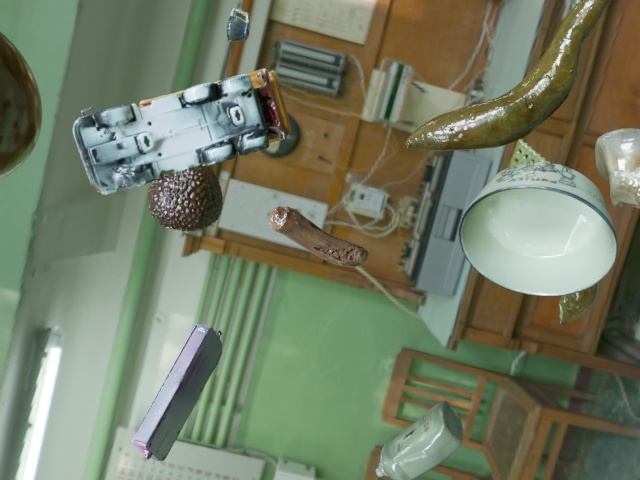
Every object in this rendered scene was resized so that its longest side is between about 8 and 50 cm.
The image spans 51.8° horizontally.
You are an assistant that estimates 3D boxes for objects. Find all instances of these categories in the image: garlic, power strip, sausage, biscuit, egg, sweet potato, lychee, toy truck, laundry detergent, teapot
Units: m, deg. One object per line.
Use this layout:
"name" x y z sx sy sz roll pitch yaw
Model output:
"garlic" 0.541 -0.120 1.089 0.099 0.174 0.124 -29 -54 -55
"power strip" -0.270 0.292 1.275 0.109 0.037 0.279 78 -147 -55
"sausage" 0.001 0.000 1.516 0.078 0.304 0.078 -28 47 36
"biscuit" 0.507 -0.115 1.493 0.231 0.016 0.139 52 153 33
"egg" -0.603 -0.223 1.060 0.351 0.282 0.283 111 173 -74
"sweet potato" 0.599 0.093 1.495 0.075 0.074 0.269 -86 9 -66
"sweet potato" 0.289 -0.210 0.958 0.346 0.108 0.079 -38 20 18
"lychee" -0.332 -0.110 1.618 0.194 0.194 0.194 -166 90 -86
"toy truck" -0.173 -0.145 0.848 0.135 0.270 0.114 -160 52 -70
"laundry detergent" 0.240 0.523 1.671 0.253 0.091 0.181 -42 9 21
"teapot" -0.216 -0.571 1.751 0.066 0.057 0.088 -78 -4 -75

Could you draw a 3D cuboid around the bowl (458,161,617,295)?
"bowl" 0.350 -0.031 1.055 0.238 0.237 0.126 109 -174 -48
